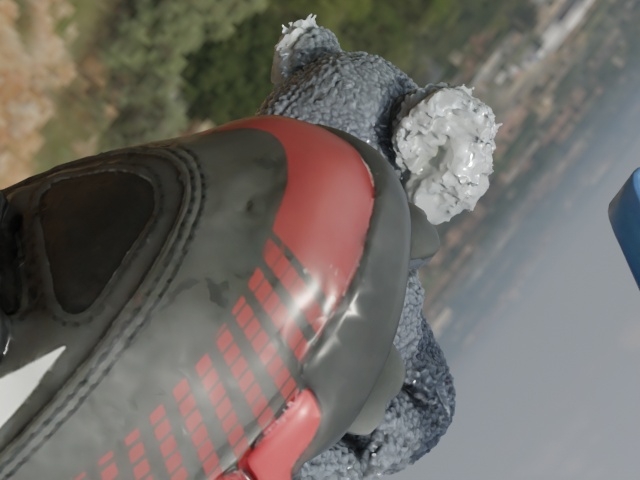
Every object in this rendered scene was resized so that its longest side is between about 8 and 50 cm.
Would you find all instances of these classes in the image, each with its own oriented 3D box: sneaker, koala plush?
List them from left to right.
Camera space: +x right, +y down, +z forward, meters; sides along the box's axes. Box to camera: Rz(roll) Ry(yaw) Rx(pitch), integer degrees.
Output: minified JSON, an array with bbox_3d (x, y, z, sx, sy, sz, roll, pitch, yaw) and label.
[{"bbox_3d":[-0.112,0.039,0.385,0.276,0.135,0.097,-27,-139,9],"label":"sneaker"},{"bbox_3d":[0.000,0.000,0.964,0.203,0.196,0.221,9,102,-35],"label":"koala plush"}]

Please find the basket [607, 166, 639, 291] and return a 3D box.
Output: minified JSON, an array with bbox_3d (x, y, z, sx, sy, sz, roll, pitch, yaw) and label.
[{"bbox_3d":[0.267,0.091,0.847,0.289,0.255,0.201,-94,-151,-48],"label":"basket"}]
